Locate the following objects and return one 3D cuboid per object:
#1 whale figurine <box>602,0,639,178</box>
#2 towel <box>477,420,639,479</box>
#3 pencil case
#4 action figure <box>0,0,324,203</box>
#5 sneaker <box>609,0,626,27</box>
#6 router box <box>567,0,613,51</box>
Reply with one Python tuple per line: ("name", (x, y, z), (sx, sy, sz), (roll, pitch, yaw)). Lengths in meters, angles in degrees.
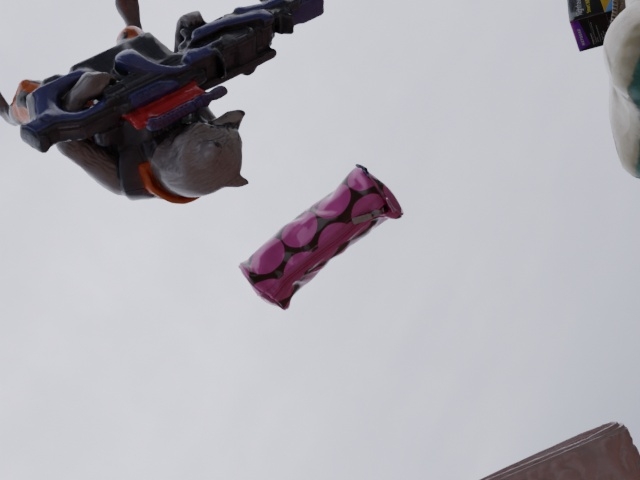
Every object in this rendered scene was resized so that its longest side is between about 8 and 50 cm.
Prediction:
("whale figurine", (0.219, -0.146, 0.637), (0.272, 0.141, 0.216), (-59, -24, -18))
("towel", (0.287, 0.429, 1.783), (0.053, 0.317, 0.331), (-112, 0, -88))
("pencil case", (0.000, 0.000, 1.780), (0.209, 0.098, 0.095), (-41, -57, 7))
("action figure", (-0.156, -0.144, 1.472), (0.341, 0.330, 0.178), (-24, -52, -21))
("sneaker", (0.240, -0.187, 1.063), (0.067, 0.042, 0.118), (-58, -15, -32))
("router box", (0.331, -0.283, 1.564), (0.179, 0.133, 0.046), (-84, -26, -50))
